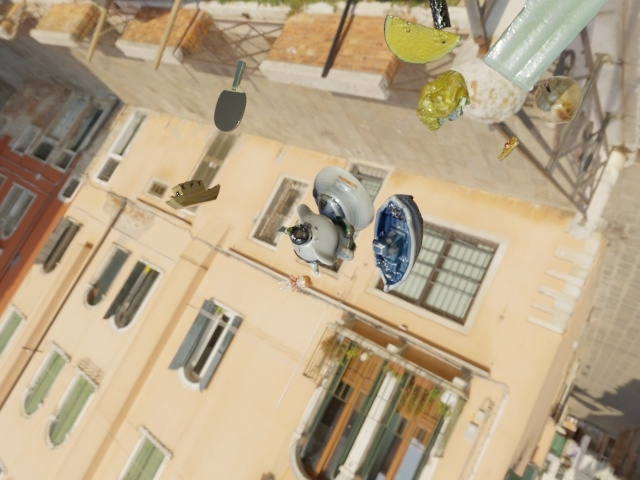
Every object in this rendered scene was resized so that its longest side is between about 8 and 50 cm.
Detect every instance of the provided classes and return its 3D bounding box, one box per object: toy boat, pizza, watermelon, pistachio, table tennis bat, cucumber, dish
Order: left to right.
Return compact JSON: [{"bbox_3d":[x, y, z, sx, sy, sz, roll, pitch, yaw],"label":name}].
[{"bbox_3d":[-0.390,-0.147,1.457,0.057,0.077,0.200,-18,-177,39],"label":"toy boat"},{"bbox_3d":[-0.334,-0.549,1.805,0.154,0.274,0.021,19,-175,32],"label":"table tennis bat"},{"bbox_3d":[0.050,-0.121,1.717,0.273,0.134,0.273,37,151,24],"label":"dish"},{"bbox_3d":[0.188,0.012,1.235,0.129,0.142,0.309,29,136,35],"label":"toy boat"},{"bbox_3d":[0.224,-0.463,1.117,0.181,0.075,0.092,13,-177,-9],"label":"watermelon"},{"bbox_3d":[0.450,-0.985,1.872,0.081,0.304,0.072,-16,-170,6],"label":"cucumber"},{"bbox_3d":[0.551,-0.278,1.386,0.025,0.078,0.083,30,143,-1],"label":"pizza"},{"bbox_3d":[0.707,-0.418,1.406,0.143,0.144,0.215,25,-147,16],"label":"pistachio"}]

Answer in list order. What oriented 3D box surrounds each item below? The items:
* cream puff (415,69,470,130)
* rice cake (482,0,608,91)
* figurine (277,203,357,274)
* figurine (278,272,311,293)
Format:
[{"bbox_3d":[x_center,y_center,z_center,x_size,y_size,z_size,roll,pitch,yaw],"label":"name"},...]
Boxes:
[{"bbox_3d":[0.319,-0.368,1.244,0.121,0.156,0.156,60,171,1],"label":"cream puff"},{"bbox_3d":[0.433,-0.413,0.905,0.127,0.237,0.043,35,-161,-6],"label":"rice cake"},{"bbox_3d":[0.000,0.000,0.973,0.192,0.126,0.147,15,-142,-56],"label":"figurine"},{"bbox_3d":[-0.079,0.130,1.453,0.109,0.064,0.047,-11,178,23],"label":"figurine"}]
